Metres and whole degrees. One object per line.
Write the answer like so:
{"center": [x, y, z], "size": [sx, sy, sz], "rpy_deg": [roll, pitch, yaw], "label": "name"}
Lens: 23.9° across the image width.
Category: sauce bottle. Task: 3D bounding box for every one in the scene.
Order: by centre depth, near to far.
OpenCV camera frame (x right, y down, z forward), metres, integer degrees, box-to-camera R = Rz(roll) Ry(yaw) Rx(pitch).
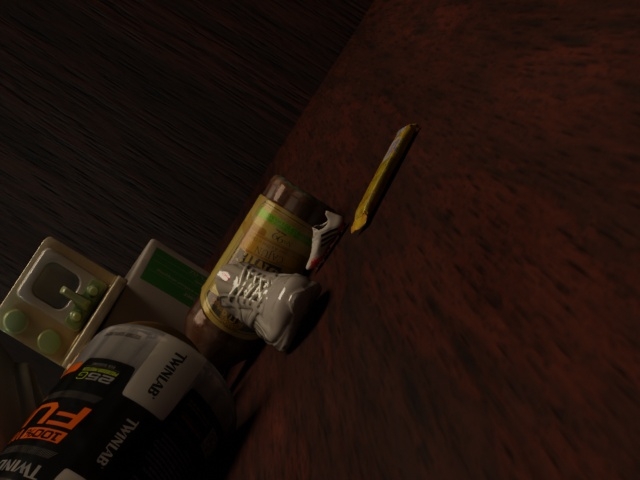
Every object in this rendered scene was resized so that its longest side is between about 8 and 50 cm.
{"center": [-0.106, 0.082, 2.028], "size": [0.344, 0.111, 0.111], "rpy_deg": [-60, 7, 0], "label": "sauce bottle"}

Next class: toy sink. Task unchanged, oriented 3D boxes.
{"center": [-0.380, 0.090, 2.181], "size": [0.152, 0.131, 0.234], "rpy_deg": [-59, 9, -8], "label": "toy sink"}

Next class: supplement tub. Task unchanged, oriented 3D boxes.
{"center": [-0.255, 0.273, 1.699], "size": [0.338, 0.207, 0.207], "rpy_deg": [-55, 4, -39], "label": "supplement tub"}

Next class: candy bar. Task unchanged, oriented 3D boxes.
{"center": [0.077, -0.078, 1.822], "size": [0.161, 0.018, 0.040], "rpy_deg": [-61, 11, -26], "label": "candy bar"}

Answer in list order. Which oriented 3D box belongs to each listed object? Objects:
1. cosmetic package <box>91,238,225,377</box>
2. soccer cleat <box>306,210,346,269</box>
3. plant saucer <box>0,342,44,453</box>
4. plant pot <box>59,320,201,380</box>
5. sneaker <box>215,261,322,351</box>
{"center": [-0.251, 0.190, 2.191], "size": [0.155, 0.197, 0.365], "rpy_deg": [-52, 11, 33], "label": "cosmetic package"}
{"center": [0.000, 0.000, 1.934], "size": [0.083, 0.036, 0.029], "rpy_deg": [-55, 8, 16], "label": "soccer cleat"}
{"center": [-0.388, 0.268, 1.910], "size": [0.101, 0.400, 0.400], "rpy_deg": [-15, 3, -7], "label": "plant saucer"}
{"center": [-0.229, 0.220, 1.913], "size": [0.032, 0.236, 0.236], "rpy_deg": [16, 71, 53], "label": "plant pot"}
{"center": [-0.074, 0.071, 1.814], "size": [0.090, 0.115, 0.232], "rpy_deg": [-60, 7, -14], "label": "sneaker"}
